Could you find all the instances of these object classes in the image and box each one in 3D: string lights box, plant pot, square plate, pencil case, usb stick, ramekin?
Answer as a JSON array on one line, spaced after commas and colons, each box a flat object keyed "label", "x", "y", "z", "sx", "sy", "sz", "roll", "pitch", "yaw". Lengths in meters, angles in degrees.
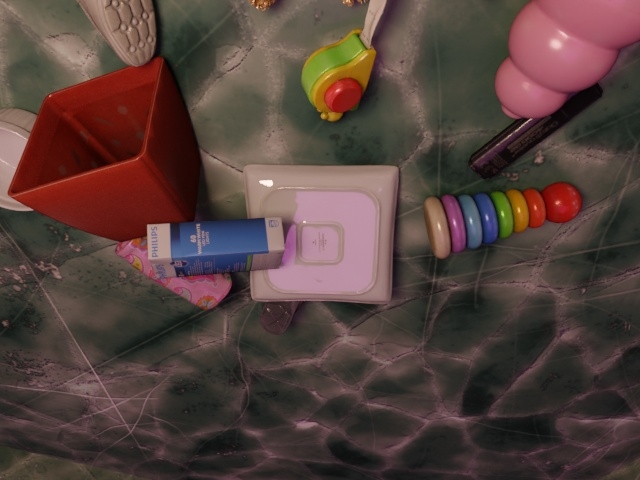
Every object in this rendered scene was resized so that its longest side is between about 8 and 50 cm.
[{"label": "string lights box", "x": -0.210, "y": 0.017, "z": 1.041, "sx": 0.259, "sy": 0.077, "sz": 0.133, "roll": -4, "pitch": 160, "yaw": -13}, {"label": "plant pot", "x": -0.372, "y": -0.147, "z": 0.988, "sx": 0.267, "sy": 0.267, "sz": 0.236, "roll": -14, "pitch": 144, "yaw": 13}, {"label": "square plate", "x": 0.000, "y": 0.000, "z": 1.163, "sx": 0.343, "sy": 0.049, "sz": 0.347, "roll": 1, "pitch": 114, "yaw": 2}, {"label": "pencil case", "x": -0.351, "y": 0.058, "z": 1.243, "sx": 0.284, "sy": 0.124, "sz": 0.124, "roll": 37, "pitch": 122, "yaw": -27}, {"label": "usb stick", "x": 0.424, "y": -0.226, "z": 1.020, "sx": 0.077, "sy": 0.045, "sz": 0.278, "roll": 30, "pitch": 125, "yaw": -30}, {"label": "ramekin", "x": -0.630, "y": -0.174, "z": 1.056, "sx": 0.207, "sy": 0.109, "sz": 0.207, "roll": 1, "pitch": 130, "yaw": 1}]

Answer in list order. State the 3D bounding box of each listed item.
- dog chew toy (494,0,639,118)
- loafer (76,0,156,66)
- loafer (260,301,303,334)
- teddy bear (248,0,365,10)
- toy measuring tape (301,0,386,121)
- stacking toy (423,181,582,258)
[{"label": "dog chew toy", "x": 0.407, "y": -0.341, "z": 0.830, "sx": 0.206, "sy": 0.207, "sz": 0.332, "roll": 16, "pitch": 138, "yaw": -11}, {"label": "loafer", "x": -0.367, "y": -0.444, "z": 0.831, "sx": 0.111, "sy": 0.112, "sz": 0.320, "roll": 20, "pitch": 141, "yaw": 33}, {"label": "loafer", "x": -0.059, "y": 0.104, "z": 1.300, "sx": 0.109, "sy": 0.095, "sz": 0.303, "roll": 33, "pitch": 112, "yaw": 5}, {"label": "teddy bear", "x": -0.049, "y": -0.488, "z": 0.784, "sx": 0.337, "sy": 0.113, "sz": 0.245, "roll": -4, "pitch": 138, "yaw": -5}, {"label": "toy measuring tape", "x": 0.032, "y": -0.322, "z": 0.869, "sx": 0.121, "sy": 0.121, "sz": 0.330, "roll": 8, "pitch": 149, "yaw": -5}, {"label": "stacking toy", "x": 0.402, "y": -0.059, "z": 1.115, "sx": 0.330, "sy": 0.141, "sz": 0.141, "roll": -12, "pitch": 129, "yaw": 6}]
